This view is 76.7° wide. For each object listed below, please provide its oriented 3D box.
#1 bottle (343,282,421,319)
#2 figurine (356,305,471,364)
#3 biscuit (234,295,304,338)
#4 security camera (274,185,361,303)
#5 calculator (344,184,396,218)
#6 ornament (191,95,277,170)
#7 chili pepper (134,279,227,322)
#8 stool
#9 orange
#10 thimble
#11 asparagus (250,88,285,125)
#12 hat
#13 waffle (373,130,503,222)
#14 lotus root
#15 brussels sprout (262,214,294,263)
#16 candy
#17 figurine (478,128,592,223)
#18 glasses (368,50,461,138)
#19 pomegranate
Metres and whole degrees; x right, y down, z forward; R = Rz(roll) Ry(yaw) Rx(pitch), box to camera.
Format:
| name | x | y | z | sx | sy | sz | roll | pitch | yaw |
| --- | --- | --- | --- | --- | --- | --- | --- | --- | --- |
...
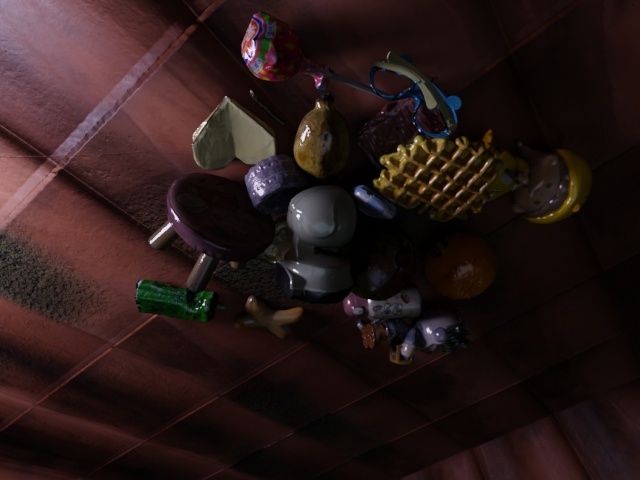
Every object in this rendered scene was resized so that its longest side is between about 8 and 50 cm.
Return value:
| name | x | y | z | sx | sy | sz | roll | pitch | yaw |
| --- | --- | --- | --- | --- | --- | --- | --- | --- | --- |
| bottle | 0.203 | 0.209 | 1.368 | 0.253 | 0.120 | 0.120 | -4 | 129 | -6 |
| figurine | 0.344 | 0.335 | 1.432 | 0.381 | 0.261 | 0.186 | -4 | 90 | -16 |
| biscuit | -0.179 | 0.274 | 1.408 | 0.207 | 0.047 | 0.164 | 19 | 124 | -23 |
| security camera | 0.000 | 0.000 | 1.016 | 0.191 | 0.197 | 0.277 | 2 | 103 | -20 |
| calculator | 0.124 | -0.099 | 1.068 | 0.121 | 0.210 | 0.039 | 34 | 88 | -11 |
| ornament | -0.207 | -0.257 | 0.969 | 0.201 | 0.059 | 0.180 | -6 | 128 | -8 |
| chili pepper | -0.429 | 0.195 | 1.269 | 0.270 | 0.099 | 0.136 | 7 | 119 | -9 |
| stool | -0.269 | -0.021 | 1.012 | 0.272 | 0.272 | 0.178 | 23 | 125 | -25 |
| orange | 0.431 | 0.076 | 1.252 | 0.219 | 0.193 | 0.219 | 1 | 118 | 3 |
| thimble | -0.109 | -0.138 | 1.020 | 0.150 | 0.098 | 0.150 | -24 | 160 | -9 |
| asparagus | -0.127 | -0.314 | 0.960 | 0.114 | 0.014 | 0.015 | 37 | 81 | -33 |
| hat | 0.254 | -0.236 | 1.023 | 0.236 | 0.107 | 0.286 | -34 | 123 | 20 |
| waffle | 0.289 | -0.139 | 0.998 | 0.309 | 0.065 | 0.283 | -8 | 137 | 13 |
| lotus root | 0.004 | -0.239 | 0.963 | 0.138 | 0.138 | 0.214 | -6 | 134 | -5 |
| brussels sprout | -0.097 | -0.006 | 1.147 | 0.151 | 0.122 | 0.149 | 16 | 99 | -23 |
| candy | 0.006 | -0.374 | 0.891 | 0.365 | 0.124 | 0.124 | 8 | 128 | -29 |
| figurine | 0.554 | -0.168 | 1.087 | 0.343 | 0.187 | 0.215 | 17 | 134 | -14 |
| glasses | 0.184 | -0.312 | 0.854 | 0.239 | 0.207 | 0.102 | 46 | 120 | 11 |
| pomegranate | 0.152 | 0.058 | 1.204 | 0.242 | 0.242 | 0.306 | 2 | 173 | -11 |
